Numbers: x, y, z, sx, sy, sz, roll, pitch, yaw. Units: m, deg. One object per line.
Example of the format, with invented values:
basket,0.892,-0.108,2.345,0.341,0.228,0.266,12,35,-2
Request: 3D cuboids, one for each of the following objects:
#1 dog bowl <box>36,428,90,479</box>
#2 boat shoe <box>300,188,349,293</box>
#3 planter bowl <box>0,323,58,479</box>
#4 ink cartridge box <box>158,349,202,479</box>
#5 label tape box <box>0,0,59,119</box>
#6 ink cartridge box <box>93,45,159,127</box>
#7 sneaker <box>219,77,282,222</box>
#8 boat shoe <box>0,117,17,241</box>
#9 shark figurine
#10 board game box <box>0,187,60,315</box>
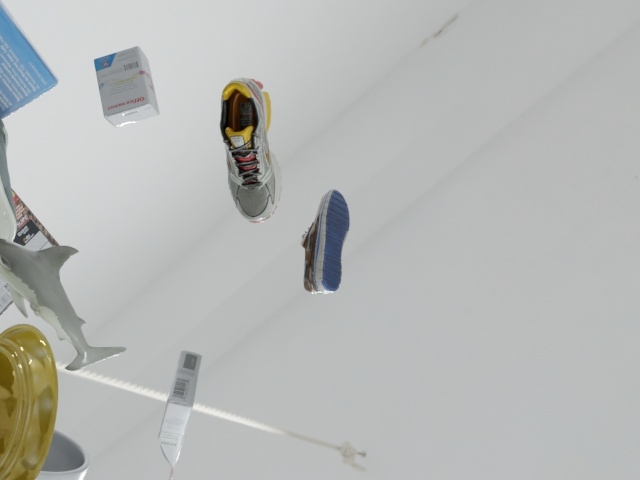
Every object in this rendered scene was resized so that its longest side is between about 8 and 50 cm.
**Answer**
dog bowl,-0.560,0.404,1.184,0.265,0.265,0.104,17,-97,47
boat shoe,0.000,0.000,1.106,0.066,0.066,0.183,-13,-122,40
planter bowl,-0.404,0.207,0.790,0.090,0.217,0.217,1,-118,5
ink cartridge box,-0.302,0.372,1.356,0.189,0.066,0.232,-102,-147,-68
label tape box,-0.671,-0.286,1.127,0.348,0.249,0.115,-34,-153,-5
ink cartridge box,-0.351,-0.277,1.200,0.088,0.052,0.122,-16,-107,3
sneaker,-0.118,-0.137,1.016,0.088,0.093,0.225,-8,-85,13
boat shoe,-0.587,-0.099,1.174,0.319,0.116,0.099,114,-12,-51
shark figurine,-0.397,0.071,0.997,0.116,0.278,0.166,-44,-175,-32
board game box,-0.761,-0.005,1.441,0.141,0.291,0.232,-5,-141,34
